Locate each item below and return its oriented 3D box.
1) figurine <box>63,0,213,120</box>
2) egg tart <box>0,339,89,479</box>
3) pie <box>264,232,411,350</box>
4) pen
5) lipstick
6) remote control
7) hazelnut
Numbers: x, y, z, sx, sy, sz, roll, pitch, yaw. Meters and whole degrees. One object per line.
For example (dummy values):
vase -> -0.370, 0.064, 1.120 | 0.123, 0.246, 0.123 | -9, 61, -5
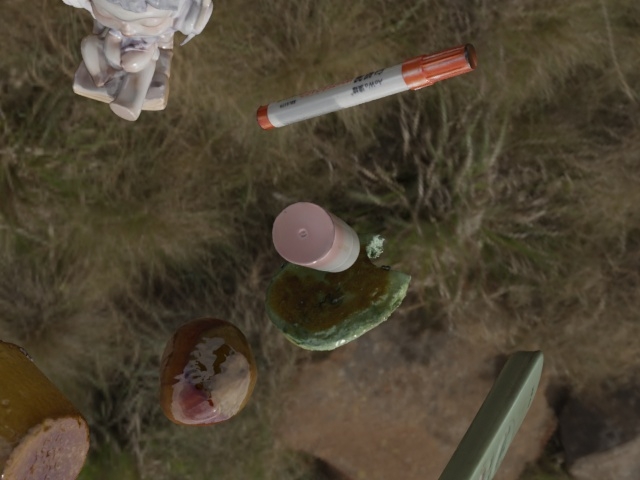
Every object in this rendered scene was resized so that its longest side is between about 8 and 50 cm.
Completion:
figurine -> -0.195, -0.244, 0.996 | 0.163, 0.141, 0.236 | 15, 147, -9
egg tart -> -0.391, 0.243, 1.176 | 0.215, 0.171, 0.215 | -45, 150, -35
pie -> 0.030, 0.100, 1.953 | 0.303, 0.302, 0.067 | -21, 136, 5
pen -> 0.036, -0.139, 0.894 | 0.239, 0.028, 0.028 | -11, 145, 37
lipstick -> 0.000, 0.000, 1.434 | 0.087, 0.087, 0.327 | -22, 173, 6
remote control -> 0.152, 0.206, 0.926 | 0.038, 0.309, 0.090 | 21, 123, 20
hazelnut -> -0.217, 0.256, 1.862 | 0.186, 0.210, 0.210 | 4, 134, -10
